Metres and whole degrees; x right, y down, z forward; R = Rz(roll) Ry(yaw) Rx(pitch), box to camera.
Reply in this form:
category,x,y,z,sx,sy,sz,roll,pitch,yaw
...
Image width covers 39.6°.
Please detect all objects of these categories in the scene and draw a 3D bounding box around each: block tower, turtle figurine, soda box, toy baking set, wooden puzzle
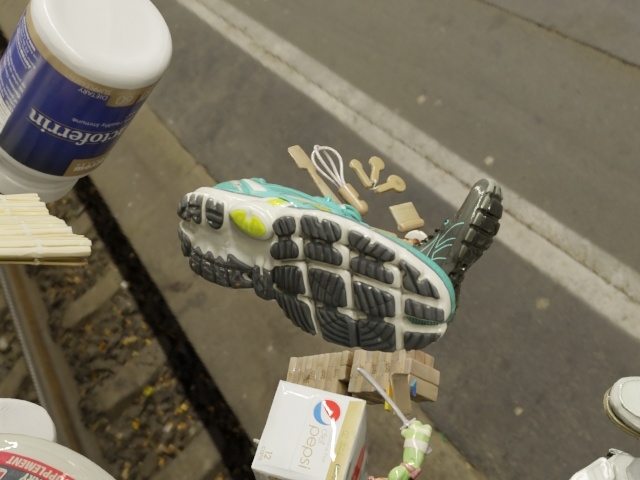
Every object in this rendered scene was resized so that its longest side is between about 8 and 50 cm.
category,x,y,z,sx,sy,sz,roll,pitch,yaw
block tower,0.078,0.273,1.759,0.335,0.097,0.091,-12,58,43
turtle figurine,0.097,0.343,1.319,0.198,0.266,0.275,-51,37,-3
soda box,-0.002,0.195,0.723,0.069,0.216,0.074,12,59,12
toy baking set,0.059,-0.073,1.494,0.030,0.256,0.196,-49,41,40
wooden puzzle,0.135,0.262,1.515,0.014,0.116,0.078,-9,70,30

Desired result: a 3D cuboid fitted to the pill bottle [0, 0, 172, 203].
category,x,y,z,sx,sy,sz,roll,pitch,yaw
pill bottle,-0.287,-0.161,0.997,0.265,0.153,0.153,-43,32,42

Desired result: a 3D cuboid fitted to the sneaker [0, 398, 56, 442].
category,x,y,z,sx,sy,sz,roll,pitch,yaw
sneaker,-0.310,0.183,0.689,0.212,0.080,0.094,-25,0,-16

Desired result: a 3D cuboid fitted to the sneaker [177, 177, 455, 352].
category,x,y,z,sx,sy,sz,roll,pitch,yaw
sneaker,0.000,0.000,0.724,0.275,0.107,0.110,24,36,38

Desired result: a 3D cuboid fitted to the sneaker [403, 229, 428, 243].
category,x,y,z,sx,sy,sz,roll,pitch,yaw
sneaker,0.222,0.083,1.989,0.084,0.083,0.214,9,97,20

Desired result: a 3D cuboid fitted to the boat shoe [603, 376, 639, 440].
category,x,y,z,sx,sy,sz,roll,pitch,yaw
boat shoe,0.592,0.267,1.356,0.302,0.103,0.113,15,58,-1

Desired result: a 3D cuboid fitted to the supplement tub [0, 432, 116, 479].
category,x,y,z,sx,sy,sz,roll,pitch,yaw
supplement tub,-0.224,0.260,0.510,0.191,0.191,0.272,-24,16,25

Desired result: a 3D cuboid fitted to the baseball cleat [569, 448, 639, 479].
category,x,y,z,sx,sy,sz,roll,pitch,yaw
baseball cleat,0.238,0.264,0.733,0.109,0.072,0.206,17,42,20

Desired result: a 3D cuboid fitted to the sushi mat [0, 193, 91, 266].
category,x,y,z,sx,sy,sz,roll,pitch,yaw
sushi mat,-0.279,-0.008,0.412,0.151,0.317,0.019,23,109,57

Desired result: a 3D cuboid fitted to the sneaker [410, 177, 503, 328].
category,x,y,z,sx,sy,sz,roll,pitch,yaw
sneaker,0.185,0.018,1.360,0.106,0.101,0.267,30,95,34
